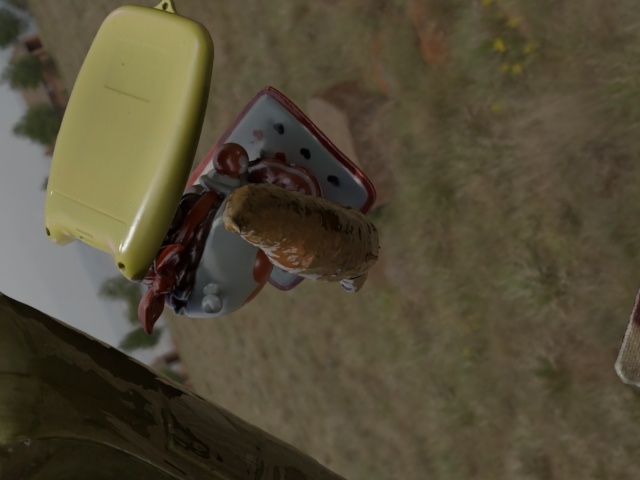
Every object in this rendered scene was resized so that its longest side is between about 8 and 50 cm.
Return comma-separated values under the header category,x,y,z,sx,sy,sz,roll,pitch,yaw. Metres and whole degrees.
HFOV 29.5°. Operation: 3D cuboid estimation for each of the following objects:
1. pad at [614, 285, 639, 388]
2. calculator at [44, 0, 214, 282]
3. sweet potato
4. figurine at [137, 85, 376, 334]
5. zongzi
category,x,y,z,sx,sy,sz,roll,pitch,yaw
pad,0.285,-0.043,0.575,0.220,0.330,0.004,21,159,4
calculator,-0.166,-0.093,1.034,0.157,0.237,0.033,20,-175,38
sweet potato,0.000,0.000,0.886,0.314,0.072,0.066,19,-99,-74
figurine,-0.094,0.001,1.116,0.160,0.226,0.183,44,130,2
zongzi,-0.095,0.155,0.884,0.500,0.466,0.218,90,178,-63
